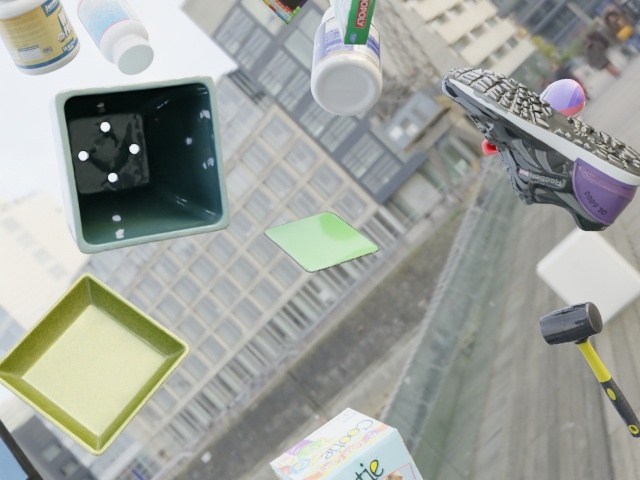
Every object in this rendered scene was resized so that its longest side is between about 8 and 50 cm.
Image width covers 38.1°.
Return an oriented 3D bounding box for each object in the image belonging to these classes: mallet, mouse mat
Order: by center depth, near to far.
[{"bbox_3d":[0.305,0.150,1.033,0.062,0.189,0.039,-13,28,34],"label":"mallet"},{"bbox_3d":[0.000,0.000,1.684,0.153,0.190,0.007,-17,-57,-24],"label":"mouse mat"}]

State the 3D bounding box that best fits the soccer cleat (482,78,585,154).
[{"bbox_3d":[0.397,-0.222,1.733,0.095,0.083,0.248,-30,-1,-27],"label":"soccer cleat"}]

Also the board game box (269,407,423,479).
[{"bbox_3d":[0.073,0.389,1.249,0.144,0.275,0.142,-32,15,-20],"label":"board game box"}]

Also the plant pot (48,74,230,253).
[{"bbox_3d":[-0.319,-0.135,1.519,0.247,0.247,0.252,-11,13,-25],"label":"plant pot"}]

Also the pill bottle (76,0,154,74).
[{"bbox_3d":[-0.347,-0.357,1.580,0.087,0.160,0.087,-26,-30,-16],"label":"pill bottle"}]

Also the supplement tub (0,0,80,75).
[{"bbox_3d":[-0.596,-0.456,1.903,0.144,0.144,0.199,-44,-42,-27],"label":"supplement tub"}]

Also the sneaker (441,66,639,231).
[{"bbox_3d":[0.261,-0.110,1.181,0.107,0.283,0.124,-36,-24,-55],"label":"sneaker"}]

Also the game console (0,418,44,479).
[{"bbox_3d":[-0.473,0.347,1.305,0.173,0.293,0.250,-11,28,29],"label":"game console"}]

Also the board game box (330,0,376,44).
[{"bbox_3d":[0.050,-0.526,1.659,0.317,0.046,0.213,-103,18,-44],"label":"board game box"}]

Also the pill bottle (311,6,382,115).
[{"bbox_3d":[0.060,-0.408,2.045,0.153,0.153,0.264,-46,26,36],"label":"pill bottle"}]

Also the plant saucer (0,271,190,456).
[{"bbox_3d":[-0.302,0.167,1.234,0.188,0.188,0.045,-50,-13,-26],"label":"plant saucer"}]

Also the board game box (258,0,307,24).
[{"bbox_3d":[-0.062,-0.389,1.195,0.141,0.170,0.048,-50,37,2],"label":"board game box"}]
